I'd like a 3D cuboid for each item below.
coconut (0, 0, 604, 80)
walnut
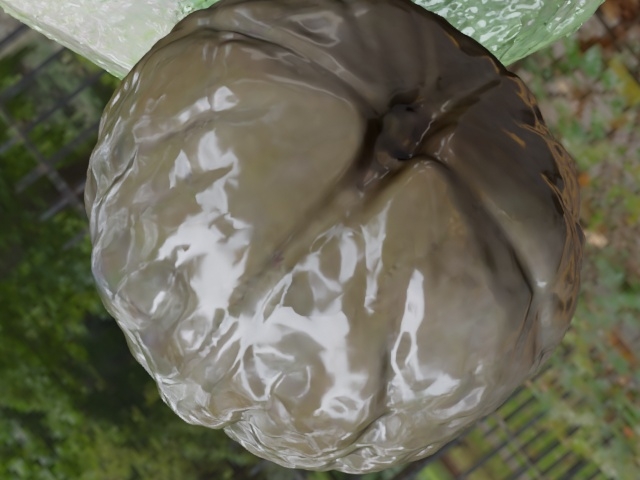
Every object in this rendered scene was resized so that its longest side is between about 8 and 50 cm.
[{"bbox_3d":[-0.024,-0.188,0.700,0.328,0.329,0.281,-170,75,-86],"label":"coconut"},{"bbox_3d":[-0.001,0.002,0.532,0.178,0.178,0.230,52,164,10],"label":"walnut"}]
